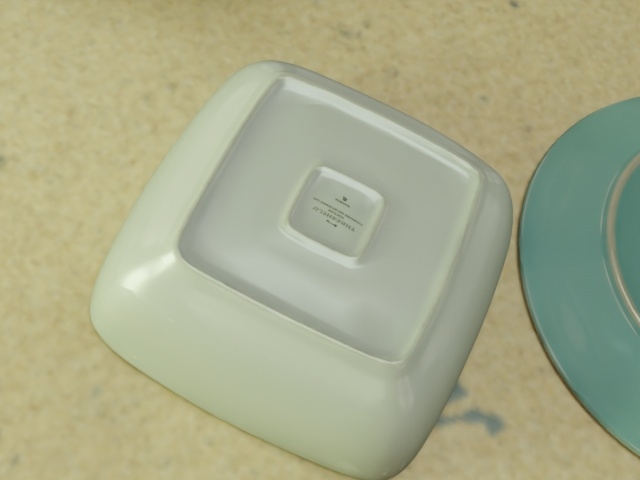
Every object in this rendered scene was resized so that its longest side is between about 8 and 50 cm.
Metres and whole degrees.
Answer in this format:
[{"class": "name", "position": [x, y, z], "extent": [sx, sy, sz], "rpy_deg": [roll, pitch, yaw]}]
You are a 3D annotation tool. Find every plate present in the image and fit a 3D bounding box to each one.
[{"class": "plate", "position": [0.176, 0.013, 0.424], "extent": [0.188, 0.024, 0.188], "rpy_deg": [5, 64, -10]}]

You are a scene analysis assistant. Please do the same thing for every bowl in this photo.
[{"class": "bowl", "position": [0.000, 0.000, 0.374], "extent": [0.142, 0.053, 0.142], "rpy_deg": [27, 62, 2]}]
